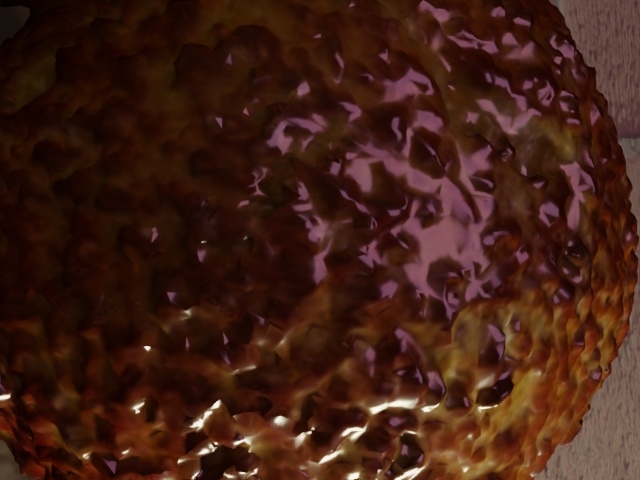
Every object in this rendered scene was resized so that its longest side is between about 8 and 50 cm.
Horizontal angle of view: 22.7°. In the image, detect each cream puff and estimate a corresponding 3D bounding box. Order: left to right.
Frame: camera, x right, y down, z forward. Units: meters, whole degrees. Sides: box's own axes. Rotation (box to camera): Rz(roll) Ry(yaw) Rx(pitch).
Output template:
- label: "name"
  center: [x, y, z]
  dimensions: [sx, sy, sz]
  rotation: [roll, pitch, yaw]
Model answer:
- label: "cream puff"
  center: [-0.005, 0.002, 0.684]
  dimensions: [0.350, 0.229, 0.350]
  rotation: [-2, 94, -22]
